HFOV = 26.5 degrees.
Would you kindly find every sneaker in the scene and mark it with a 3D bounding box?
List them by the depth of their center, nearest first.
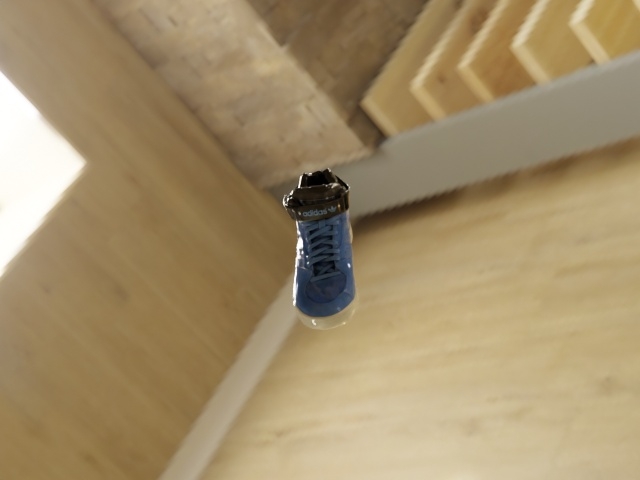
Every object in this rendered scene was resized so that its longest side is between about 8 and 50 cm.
[{"bbox_3d":[-0.001,0.000,1.119,0.058,0.084,0.152,-7,-145,10],"label":"sneaker"}]
